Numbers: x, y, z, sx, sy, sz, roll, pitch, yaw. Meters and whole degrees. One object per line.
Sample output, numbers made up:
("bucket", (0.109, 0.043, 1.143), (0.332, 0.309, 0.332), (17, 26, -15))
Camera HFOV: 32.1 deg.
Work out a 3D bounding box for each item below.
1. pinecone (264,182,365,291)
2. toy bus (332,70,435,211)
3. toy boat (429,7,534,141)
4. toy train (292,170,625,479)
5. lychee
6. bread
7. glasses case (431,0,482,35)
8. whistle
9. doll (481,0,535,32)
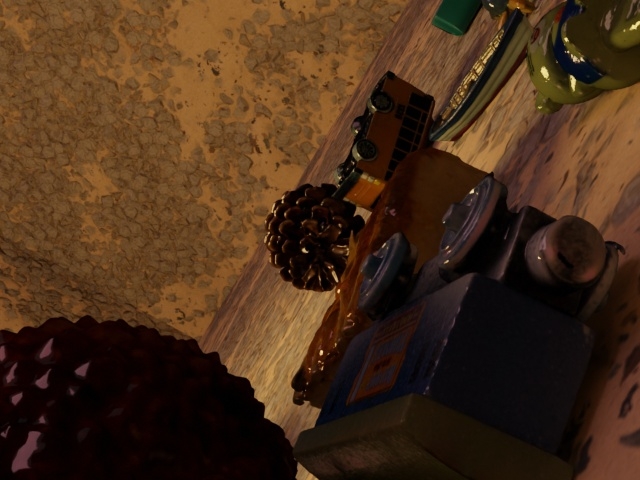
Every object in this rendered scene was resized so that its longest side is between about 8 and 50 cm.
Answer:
("pinecone", (-0.005, 0.006, 1.706), (0.163, 0.163, 0.165), (-58, 20, 23))
("toy bus", (0.102, -0.146, 1.687), (0.098, 0.114, 0.201), (129, 163, -58))
("toy boat", (0.209, -0.207, 1.429), (0.229, 0.046, 0.080), (-53, 9, 45))
("toy train", (0.086, 0.082, 0.775), (0.202, 0.131, 0.300), (-65, 7, -19))
("lychee", (-0.200, 0.267, 0.960), (0.500, 0.424, 0.424), (-34, 23, 40))
("bread", (0.077, 0.038, 1.115), (0.184, 0.114, 0.274), (-54, 7, 41))
("glasses case", (0.298, -0.507, 1.964), (0.301, 0.070, 0.117), (-62, 0, 5))
("whistle", (0.232, -0.169, 0.925), (0.227, 0.085, 0.105), (159, 130, -79))
("doll", (0.260, -0.353, 1.545), (0.102, 0.089, 0.179), (125, 148, -44))
